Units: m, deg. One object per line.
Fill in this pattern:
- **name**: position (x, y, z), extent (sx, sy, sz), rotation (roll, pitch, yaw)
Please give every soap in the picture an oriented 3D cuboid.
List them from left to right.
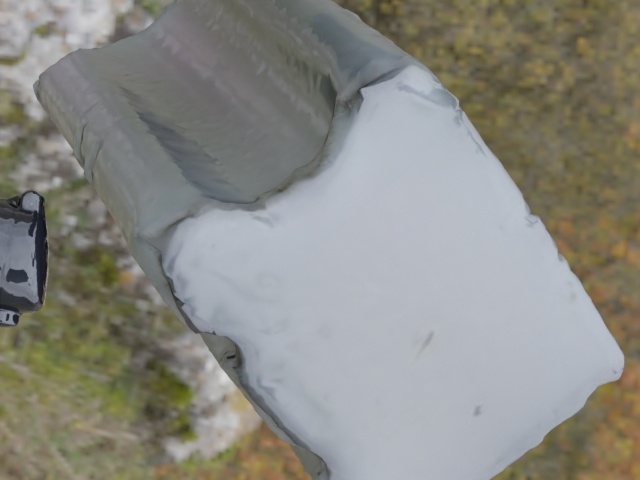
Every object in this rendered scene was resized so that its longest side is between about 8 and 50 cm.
- **soap**: position (0.000, 0.000, 1.227), extent (0.213, 0.435, 0.350), rotation (-36, 113, -2)

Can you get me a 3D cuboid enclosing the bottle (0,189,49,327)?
- **bottle**: position (-0.274, -0.004, 0.997), extent (0.072, 0.244, 0.082), rotation (144, -46, -84)
